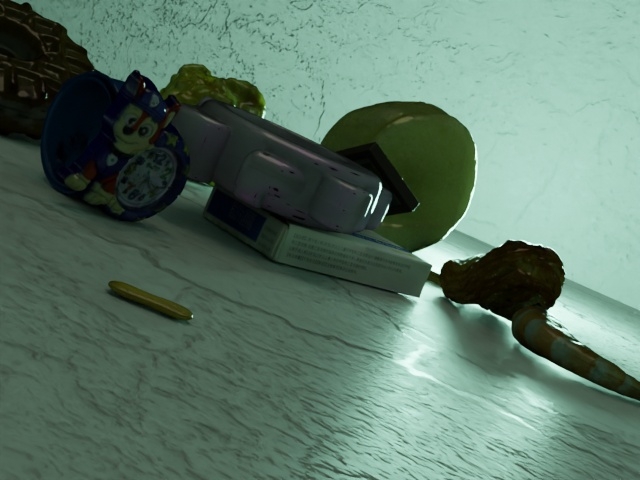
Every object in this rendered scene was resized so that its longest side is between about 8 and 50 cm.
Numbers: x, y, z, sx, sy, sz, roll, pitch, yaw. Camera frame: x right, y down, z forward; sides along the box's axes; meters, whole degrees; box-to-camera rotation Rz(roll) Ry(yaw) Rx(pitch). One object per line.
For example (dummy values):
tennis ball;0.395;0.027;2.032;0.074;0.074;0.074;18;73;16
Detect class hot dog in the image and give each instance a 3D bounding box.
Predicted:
hot dog;0.311;0.079;2.062;0.175;0.114;0.259;14;-17;-20

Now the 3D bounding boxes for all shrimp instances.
shrimp;0.413;0.178;1.856;0.287;0.068;0.185;28;7;27

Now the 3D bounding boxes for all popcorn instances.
popcorn;-0.207;-0.220;2.219;0.242;0.235;0.250;47;21;-18

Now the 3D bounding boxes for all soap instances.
soap;-0.166;0.059;1.147;0.089;0.012;0.034;23;7;-3

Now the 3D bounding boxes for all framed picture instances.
framed picture;0.067;-0.092;1.893;0.168;0.023;0.128;-8;-56;53

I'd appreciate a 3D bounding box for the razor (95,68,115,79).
razor;-0.385;-0.259;2.372;0.349;0.114;0.204;19;10;-35

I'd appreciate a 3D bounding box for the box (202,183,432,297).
box;0.000;0.000;1.876;0.343;0.065;0.200;16;11;-44

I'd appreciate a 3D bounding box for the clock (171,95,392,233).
clock;-0.061;-0.105;1.762;0.322;0.113;0.295;26;8;11

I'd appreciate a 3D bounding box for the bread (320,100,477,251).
bread;0.129;-0.118;2.192;0.320;0.321;0.237;16;3;-44

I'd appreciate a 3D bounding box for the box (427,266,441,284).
box;0.216;0.064;2.258;0.155;0.023;0.087;24;4;2

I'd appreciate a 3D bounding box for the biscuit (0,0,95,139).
biscuit;-0.515;-0.290;1.874;0.332;0.103;0.332;25;29;-15

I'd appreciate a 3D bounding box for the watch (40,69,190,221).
watch;-0.277;-0.137;1.548;0.200;0.196;0.171;38;6;39
